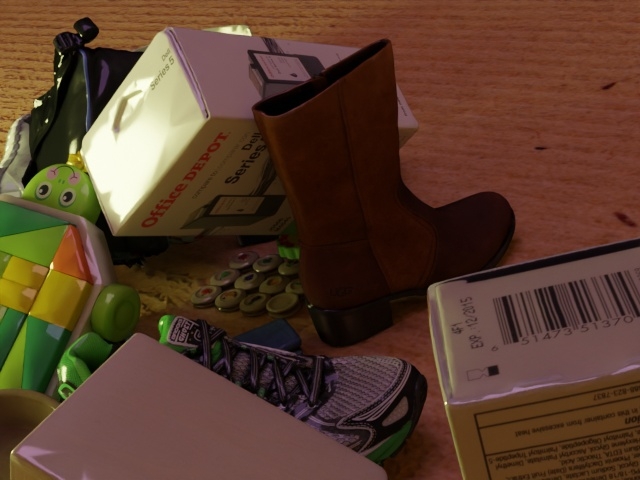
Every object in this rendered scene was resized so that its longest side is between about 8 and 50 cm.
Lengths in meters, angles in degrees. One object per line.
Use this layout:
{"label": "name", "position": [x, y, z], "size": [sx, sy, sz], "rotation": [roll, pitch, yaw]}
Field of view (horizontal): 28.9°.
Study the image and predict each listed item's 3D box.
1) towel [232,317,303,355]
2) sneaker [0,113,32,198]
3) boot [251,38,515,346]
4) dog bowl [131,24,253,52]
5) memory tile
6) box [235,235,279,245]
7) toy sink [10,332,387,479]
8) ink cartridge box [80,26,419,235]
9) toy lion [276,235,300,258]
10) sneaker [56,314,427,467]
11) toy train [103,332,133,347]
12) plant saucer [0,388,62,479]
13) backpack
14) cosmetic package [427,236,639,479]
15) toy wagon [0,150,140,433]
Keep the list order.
{"label": "towel", "position": [-0.078, 0.118, 1.228], "size": [0.119, 0.029, 0.067], "rotation": [-22, 27, -10]}
{"label": "sneaker", "position": [-0.393, -0.111, 1.803], "size": [0.132, 0.086, 0.229], "rotation": [-6, 38, 11]}
{"label": "boot", "position": [0.071, -0.070, 1.216], "size": [0.264, 0.280, 0.096], "rotation": [-25, 34, -17]}
{"label": "dog bowl", "position": [-0.206, -0.207, 1.844], "size": [0.348, 0.102, 0.349], "rotation": [-14, 27, 7]}
{"label": "memory tile", "position": [-0.064, 0.047, 1.375], "size": [0.148, 0.012, 0.113], "rotation": [6, 34, 36]}
{"label": "box", "position": [-0.012, -0.092, 1.506], "size": [0.207, 0.108, 0.153], "rotation": [-13, 27, 6]}
{"label": "toy sink", "position": [-0.090, 0.204, 0.923], "size": [0.234, 0.131, 0.153], "rotation": [26, 44, 17]}
{"label": "ink cartridge box", "position": [-0.071, -0.101, 1.251], "size": [0.272, 0.115, 0.198], "rotation": [-2, -32, -41]}
{"label": "toy lion", "position": [0.000, 0.000, 1.395], "size": [0.096, 0.034, 0.100], "rotation": [-18, 22, -10]}
{"label": "sneaker", "position": [-0.078, 0.138, 1.061], "size": [0.343, 0.146, 0.134], "rotation": [-7, 28, 18]}
{"label": "toy train", "position": [-0.257, 0.102, 1.314], "size": [0.105, 0.080, 0.184], "rotation": [-32, 30, -10]}
{"label": "plant saucer", "position": [-0.311, 0.244, 1.043], "size": [0.277, 0.041, 0.278], "rotation": [-17, 39, 14]}
{"label": "backpack", "position": [-0.248, -0.088, 1.460], "size": [0.213, 0.277, 0.263], "rotation": [7, -9, -30]}
{"label": "cosmetic package", "position": [0.166, 0.162, 0.710], "size": [0.153, 0.296, 0.129], "rotation": [-12, 26, 6]}
{"label": "toy wagon", "position": [-0.308, 0.054, 1.237], "size": [0.267, 0.068, 0.344], "rotation": [16, 76, 28]}
